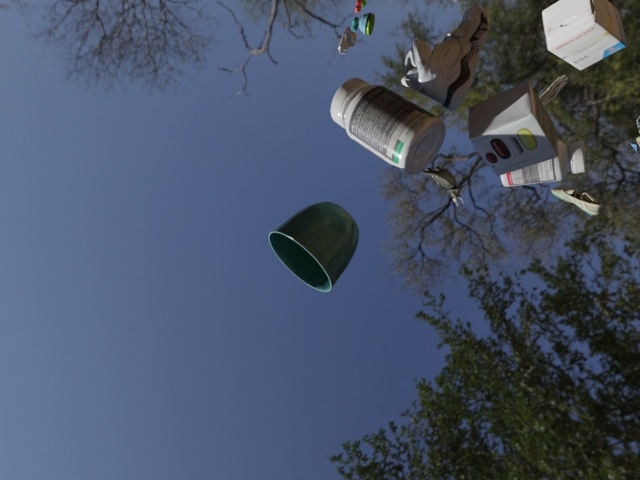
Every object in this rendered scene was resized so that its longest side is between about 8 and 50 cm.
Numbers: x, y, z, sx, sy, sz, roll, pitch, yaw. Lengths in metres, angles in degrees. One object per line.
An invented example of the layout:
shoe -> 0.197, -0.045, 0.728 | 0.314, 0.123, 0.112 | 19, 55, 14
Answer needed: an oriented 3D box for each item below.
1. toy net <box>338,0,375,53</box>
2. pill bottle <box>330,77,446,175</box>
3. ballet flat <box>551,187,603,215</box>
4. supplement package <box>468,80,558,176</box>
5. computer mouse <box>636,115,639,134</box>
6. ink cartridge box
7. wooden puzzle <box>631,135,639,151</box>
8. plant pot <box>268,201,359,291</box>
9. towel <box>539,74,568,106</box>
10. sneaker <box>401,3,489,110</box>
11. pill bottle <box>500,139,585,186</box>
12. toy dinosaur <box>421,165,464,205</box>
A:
toy net -> 0.117, -0.666, 1.399 | 0.045, 0.122, 0.232 | 19, -125, 12
pill bottle -> 0.214, -0.389, 1.493 | 0.204, 0.204, 0.361 | -22, -128, -38
ballet flat -> 0.851, -0.144, 1.484 | 0.057, 0.052, 0.168 | -16, -136, -36
supplement package -> 0.593, -0.337, 1.389 | 0.203, 0.194, 0.149 | 36, -129, -35
computer mouse -> 0.890, -0.222, 1.155 | 0.041, 0.071, 0.242 | -21, -107, -18
ink cartridge box -> 0.956, -0.770, 1.631 | 0.233, 0.171, 0.168 | 8, -108, -34
wooden puzzle -> 0.971, -0.279, 1.322 | 0.014, 0.116, 0.078 | -23, -97, -5
plant pot -> 0.000, 0.000, 1.617 | 0.293, 0.293, 0.235 | 38, -112, 14
towel -> 0.907, -0.555, 1.887 | 0.049, 0.282, 0.187 | 44, -176, 8
sneaker -> 0.391, -0.607, 1.419 | 0.210, 0.137, 0.365 | 19, -99, -5
pill bottle -> 0.950, -0.335, 1.926 | 0.319, 0.176, 0.176 | -4, -149, 32
toy dinosaur -> 0.653, -0.331, 2.370 | 0.314, 0.121, 0.160 | 36, -171, -32
